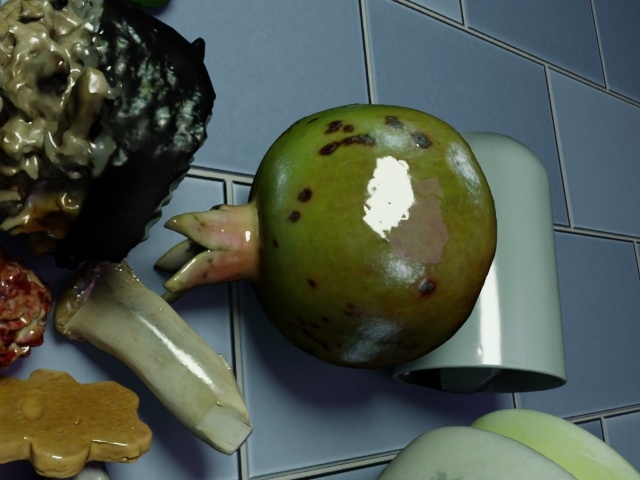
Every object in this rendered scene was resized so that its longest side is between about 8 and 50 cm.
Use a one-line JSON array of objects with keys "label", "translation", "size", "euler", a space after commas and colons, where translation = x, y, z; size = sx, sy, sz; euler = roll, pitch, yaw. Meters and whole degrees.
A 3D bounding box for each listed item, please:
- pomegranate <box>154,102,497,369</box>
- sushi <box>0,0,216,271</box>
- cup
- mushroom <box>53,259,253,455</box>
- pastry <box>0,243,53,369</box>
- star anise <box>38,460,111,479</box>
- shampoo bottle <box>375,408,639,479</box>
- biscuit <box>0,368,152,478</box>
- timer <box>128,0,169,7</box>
[{"label": "pomegranate", "translation": [0.008, -0.017, 0.691], "size": [0.323, 0.291, 0.291], "euler": [13, 65, -1]}, {"label": "sushi", "translation": [-0.215, -0.104, 0.524], "size": [0.218, 0.238, 0.225], "euler": [28, 43, -26]}, {"label": "cup", "translation": [0.197, 0.032, 0.862], "size": [0.205, 0.205, 0.312], "euler": [19, 64, -36]}, {"label": "mushroom", "translation": [-0.141, 0.101, 0.586], "size": [0.209, 0.071, 0.084], "euler": [40, 60, 8]}, {"label": "pastry", "translation": [-0.300, 0.028, 0.503], "size": [0.208, 0.097, 0.115], "euler": [34, 68, -31]}, {"label": "star anise", "translation": [-0.184, 0.272, 0.506], "size": [0.359, 0.139, 0.316], "euler": [-41, 105, -50]}, {"label": "shampoo bottle", "translation": [0.176, 0.351, 0.671], "size": [0.317, 0.322, 0.323], "euler": [-29, 98, -35]}, {"label": "biscuit", "translation": [-0.224, 0.141, 0.520], "size": [0.184, 0.133, 0.027], "euler": [6, 108, -40]}, {"label": "timer", "translation": [-0.216, -0.310, 0.699], "size": [0.140, 0.047, 0.128], "euler": [-3, 78, -41]}]
